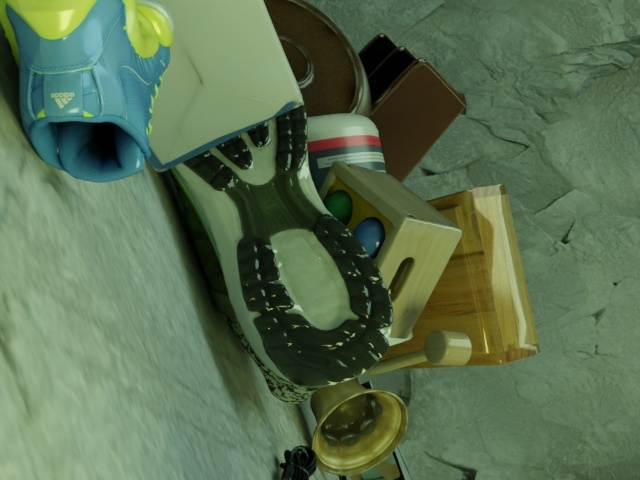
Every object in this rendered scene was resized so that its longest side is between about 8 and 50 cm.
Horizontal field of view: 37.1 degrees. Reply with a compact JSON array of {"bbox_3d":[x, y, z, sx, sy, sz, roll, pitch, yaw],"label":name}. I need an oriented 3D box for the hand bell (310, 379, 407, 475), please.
[{"bbox_3d":[0.002,0.174,1.226,0.242,0.126,0.126,50,-13,53],"label":"hand bell"}]

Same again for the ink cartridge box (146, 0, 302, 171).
[{"bbox_3d":[-0.168,-0.297,0.818,0.270,0.151,0.395,65,4,-52],"label":"ink cartridge box"}]

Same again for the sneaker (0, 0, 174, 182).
[{"bbox_3d":[-0.138,-0.091,0.568,0.240,0.091,0.126,50,35,-86],"label":"sneaker"}]

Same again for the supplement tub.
[{"bbox_3d":[0.000,0.000,1.136,0.191,0.191,0.272,46,32,-86],"label":"supplement tub"}]

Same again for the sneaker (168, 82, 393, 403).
[{"bbox_3d":[-0.080,-0.017,0.919,0.410,0.158,0.182,68,-27,25],"label":"sneaker"}]

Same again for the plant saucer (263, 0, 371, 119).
[{"bbox_3d":[-0.059,-0.234,1.300,0.050,0.311,0.310,-48,-121,53],"label":"plant saucer"}]

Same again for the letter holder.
[{"bbox_3d":[0.050,-0.173,1.505,0.152,0.302,0.214,44,9,28],"label":"letter holder"}]

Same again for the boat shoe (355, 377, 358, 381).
[{"bbox_3d":[0.012,0.123,1.553,0.123,0.116,0.324,-99,166,-83],"label":"boat shoe"}]

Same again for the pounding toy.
[{"bbox_3d":[0.055,0.051,0.928,0.094,0.181,0.206,11,22,-40],"label":"pounding toy"}]

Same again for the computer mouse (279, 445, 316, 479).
[{"bbox_3d":[0.015,0.278,0.834,0.106,0.042,0.193,-106,173,-85],"label":"computer mouse"}]

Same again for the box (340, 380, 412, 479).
[{"bbox_3d":[0.089,0.359,1.371,0.290,0.087,0.169,-109,176,-60],"label":"box"}]

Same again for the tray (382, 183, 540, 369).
[{"bbox_3d":[0.093,0.066,1.252,0.411,0.076,0.202,-15,-94,56],"label":"tray"}]
